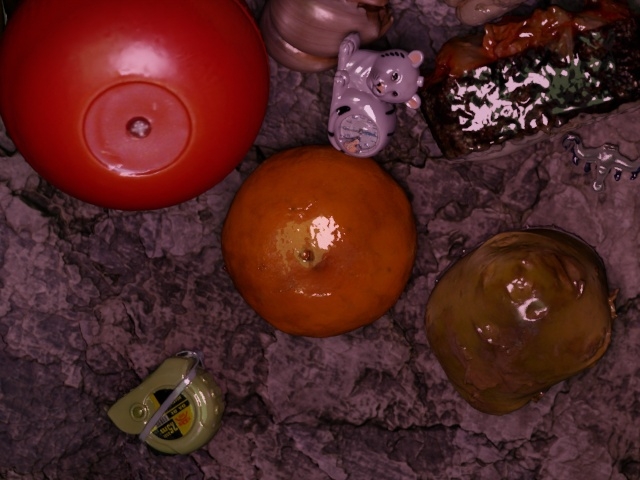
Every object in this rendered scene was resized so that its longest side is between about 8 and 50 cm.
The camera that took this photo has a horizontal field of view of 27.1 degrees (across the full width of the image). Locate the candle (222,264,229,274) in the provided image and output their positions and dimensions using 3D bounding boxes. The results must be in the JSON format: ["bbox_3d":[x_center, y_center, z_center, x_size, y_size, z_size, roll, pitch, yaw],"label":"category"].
[{"bbox_3d":[-0.082,0.089,2.060,0.167,0.021,0.026,41,110,-1],"label":"candle"}]

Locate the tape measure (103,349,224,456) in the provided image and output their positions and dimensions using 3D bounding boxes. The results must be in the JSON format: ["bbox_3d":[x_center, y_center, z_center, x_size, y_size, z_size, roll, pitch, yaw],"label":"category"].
[{"bbox_3d":[-0.229,0.263,2.103,0.177,0.087,0.154,-42,82,17],"label":"tape measure"}]

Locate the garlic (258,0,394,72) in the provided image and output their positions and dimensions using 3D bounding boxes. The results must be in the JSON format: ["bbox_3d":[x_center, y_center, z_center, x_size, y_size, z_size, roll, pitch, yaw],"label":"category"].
[{"bbox_3d":[0.001,-0.327,1.855,0.191,0.160,0.214,30,106,7],"label":"garlic"}]

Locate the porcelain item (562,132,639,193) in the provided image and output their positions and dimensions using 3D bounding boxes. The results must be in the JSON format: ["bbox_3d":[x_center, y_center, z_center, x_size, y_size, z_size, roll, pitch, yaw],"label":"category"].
[{"bbox_3d":[0.407,-0.102,1.906,0.136,0.021,0.075,17,108,6],"label":"porcelain item"}]

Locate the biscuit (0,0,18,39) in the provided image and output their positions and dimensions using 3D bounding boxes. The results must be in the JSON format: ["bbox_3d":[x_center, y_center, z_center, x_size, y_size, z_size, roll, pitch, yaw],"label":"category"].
[{"bbox_3d":[-0.590,-0.327,2.017,0.296,0.075,0.295,1,103,6],"label":"biscuit"}]

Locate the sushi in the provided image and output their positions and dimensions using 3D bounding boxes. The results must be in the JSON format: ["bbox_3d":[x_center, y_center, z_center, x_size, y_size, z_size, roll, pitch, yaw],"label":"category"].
[{"bbox_3d":[0.281,-0.216,1.828,0.344,0.196,0.181,-16,83,10],"label":"sushi"}]

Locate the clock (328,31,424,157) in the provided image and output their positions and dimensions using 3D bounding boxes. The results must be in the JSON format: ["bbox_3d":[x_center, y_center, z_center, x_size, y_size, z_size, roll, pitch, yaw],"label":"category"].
[{"bbox_3d":[0.078,-0.188,1.810,0.117,0.080,0.176,16,122,13],"label":"clock"}]

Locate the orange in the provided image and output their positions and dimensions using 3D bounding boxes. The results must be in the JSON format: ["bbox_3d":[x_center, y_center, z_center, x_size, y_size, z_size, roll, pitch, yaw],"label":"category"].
[{"bbox_3d":[0.000,0.000,1.914,0.284,0.226,0.283,2,105,6],"label":"orange"}]

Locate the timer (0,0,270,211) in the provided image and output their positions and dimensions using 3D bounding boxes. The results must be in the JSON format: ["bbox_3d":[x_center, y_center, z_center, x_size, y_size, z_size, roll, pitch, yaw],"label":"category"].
[{"bbox_3d":[-0.258,-0.221,1.844,0.378,0.279,0.377,-3,123,-5],"label":"timer"}]

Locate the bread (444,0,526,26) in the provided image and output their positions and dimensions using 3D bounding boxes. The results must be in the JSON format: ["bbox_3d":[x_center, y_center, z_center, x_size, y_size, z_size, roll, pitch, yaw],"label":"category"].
[{"bbox_3d":[0.307,-0.399,1.763,0.337,0.183,0.102,-34,99,20],"label":"bread"}]

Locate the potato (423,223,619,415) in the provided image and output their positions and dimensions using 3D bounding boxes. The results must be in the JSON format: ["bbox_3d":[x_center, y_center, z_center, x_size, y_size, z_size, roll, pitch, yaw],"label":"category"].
[{"bbox_3d":[0.273,0.126,1.911,0.246,0.196,0.299,38,111,1],"label":"potato"}]
